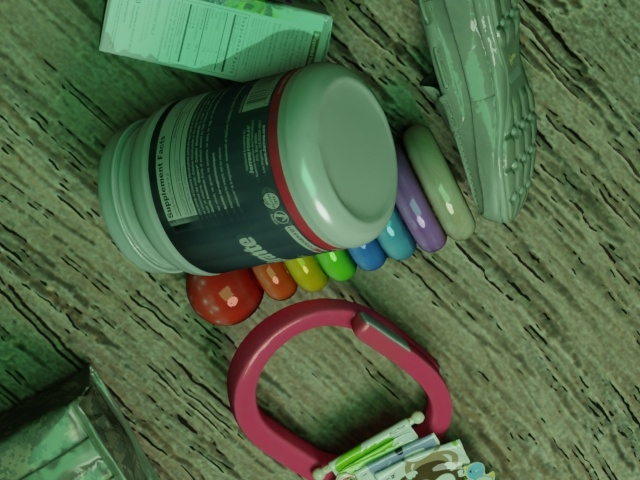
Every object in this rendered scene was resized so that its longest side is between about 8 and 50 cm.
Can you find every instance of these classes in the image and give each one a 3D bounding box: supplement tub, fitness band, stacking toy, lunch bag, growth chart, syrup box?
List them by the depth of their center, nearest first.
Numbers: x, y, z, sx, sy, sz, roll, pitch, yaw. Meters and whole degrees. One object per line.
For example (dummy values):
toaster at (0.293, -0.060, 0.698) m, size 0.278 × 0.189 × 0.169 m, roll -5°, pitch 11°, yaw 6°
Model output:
supplement tub at (-0.075, -0.067, 1.572) m, size 0.272 × 0.191 × 0.191 m, roll -11°, pitch 113°, yaw 32°
syrup box at (-0.113, -0.228, 1.617) m, size 0.237 × 0.093 × 0.096 m, roll 11°, pitch 106°, yaw -10°
stacking toy at (0.000, 0.000, 1.690) m, size 0.330 × 0.141 × 0.141 m, roll -26°, pitch 109°, yaw 6°
lunch bag at (-0.296, 0.332, 1.728) m, size 0.235 × 0.169 × 0.287 m, roll -29°, pitch 103°, yaw 5°
fitness band at (0.023, 0.181, 1.752) m, size 0.209 × 0.054 × 0.291 m, roll -43°, pitch 125°, yaw 13°
growth chart at (0.124, 0.309, 1.796) m, size 0.172 × 0.021 × 0.237 m, roll -35°, pitch 110°, yaw 6°

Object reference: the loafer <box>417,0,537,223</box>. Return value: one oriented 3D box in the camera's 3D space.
loafer at (0.169, -0.172, 1.675) m, size 0.111 × 0.112 × 0.319 m, roll 2°, pitch 113°, yaw 30°
